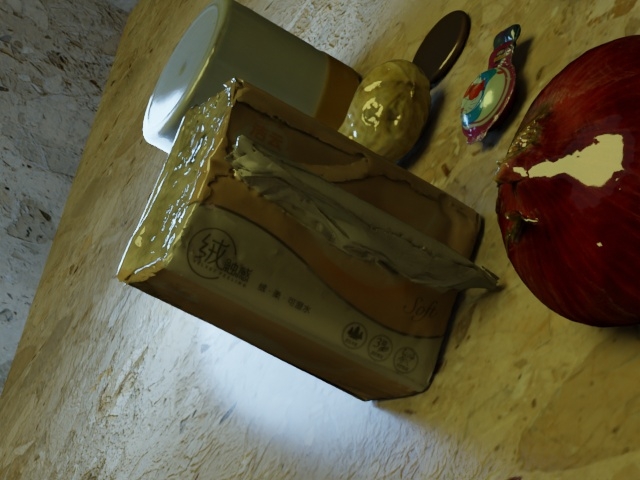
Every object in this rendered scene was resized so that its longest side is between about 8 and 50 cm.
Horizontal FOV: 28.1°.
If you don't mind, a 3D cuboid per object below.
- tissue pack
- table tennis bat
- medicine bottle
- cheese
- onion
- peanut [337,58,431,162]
[{"bbox_3d":[0.000,0.000,1.253,0.238,0.305,0.239,-49,24,31],"label":"tissue pack"},{"bbox_3d":[0.092,-0.241,1.599,0.170,0.119,0.107,-54,22,14],"label":"table tennis bat"},{"bbox_3d":[-0.099,-0.194,1.822,0.238,0.232,0.238,-49,24,30],"label":"medicine bottle"},{"bbox_3d":[0.189,-0.170,1.398,0.095,0.038,0.145,-20,47,59],"label":"cheese"},{"bbox_3d":[0.234,-0.053,1.013,0.248,0.161,0.248,-23,48,29],"label":"onion"},{"bbox_3d":[0.059,-0.112,1.553,0.229,0.098,0.103,-61,-6,10],"label":"peanut"}]
